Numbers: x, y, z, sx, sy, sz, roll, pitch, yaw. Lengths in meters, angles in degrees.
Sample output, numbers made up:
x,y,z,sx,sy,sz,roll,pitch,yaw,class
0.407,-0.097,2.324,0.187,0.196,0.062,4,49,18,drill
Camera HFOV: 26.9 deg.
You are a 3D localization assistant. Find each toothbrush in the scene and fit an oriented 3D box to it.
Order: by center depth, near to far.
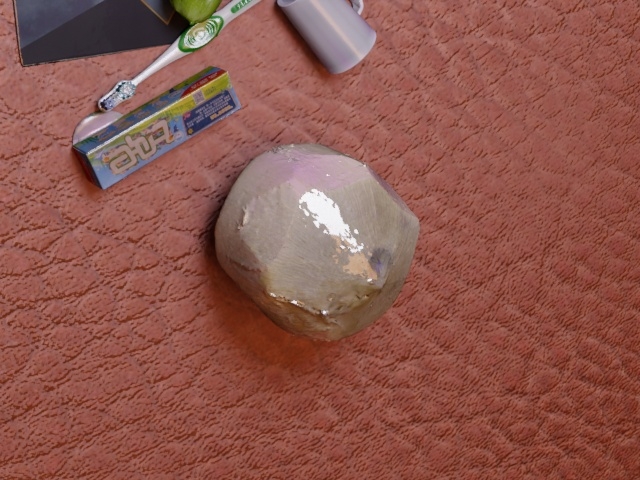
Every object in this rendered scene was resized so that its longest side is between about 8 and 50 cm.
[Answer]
x,y,z,sx,sy,sz,roll,pitch,yaw,class
-0.133,-0.239,1.526,0.304,0.030,0.030,-40,123,-19,toothbrush

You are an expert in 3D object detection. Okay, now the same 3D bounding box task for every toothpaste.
x,y,z,sx,sy,sz,roll,pitch,yaw,class
-0.187,-0.138,1.514,0.193,0.044,0.070,-34,121,-20,toothpaste

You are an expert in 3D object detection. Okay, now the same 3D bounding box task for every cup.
x,y,z,sx,sy,sz,roll,pitch,yaw,class
0.013,-0.270,1.593,0.116,0.074,0.104,46,55,-30,cup

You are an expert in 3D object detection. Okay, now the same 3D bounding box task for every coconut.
x,y,z,sx,sy,sz,roll,pitch,yaw,class
-0.002,0.001,1.565,0.227,0.230,0.227,-10,110,-29,coconut

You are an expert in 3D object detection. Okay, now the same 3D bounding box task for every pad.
x,y,z,sx,sy,sz,roll,pitch,yaw,class
-0.223,-0.287,1.468,0.243,0.004,0.164,-14,112,-29,pad

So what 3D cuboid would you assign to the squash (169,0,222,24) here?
x,y,z,sx,sy,sz,roll,pitch,yaw,class
-0.096,-0.377,1.457,0.082,0.082,0.293,20,103,-36,squash
